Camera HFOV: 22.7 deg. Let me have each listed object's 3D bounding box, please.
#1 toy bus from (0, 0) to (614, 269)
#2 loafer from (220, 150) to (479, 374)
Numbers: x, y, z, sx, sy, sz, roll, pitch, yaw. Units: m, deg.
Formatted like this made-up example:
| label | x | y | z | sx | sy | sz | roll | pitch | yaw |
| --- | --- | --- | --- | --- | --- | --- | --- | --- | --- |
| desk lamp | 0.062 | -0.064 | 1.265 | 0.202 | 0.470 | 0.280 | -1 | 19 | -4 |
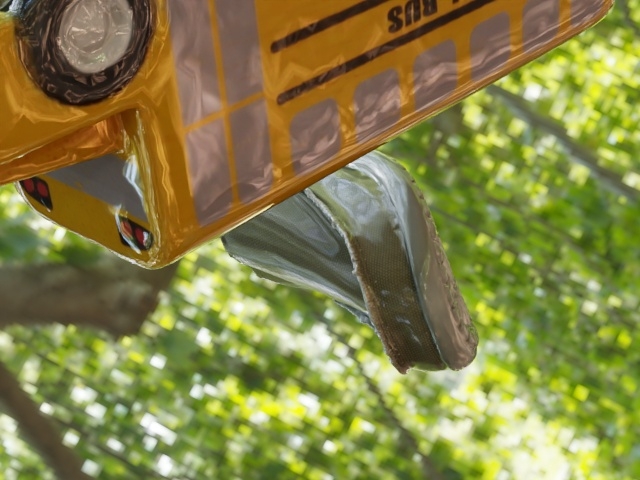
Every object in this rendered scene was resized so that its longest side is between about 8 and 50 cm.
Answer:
| label | x | y | z | sx | sy | sz | roll | pitch | yaw |
| --- | --- | --- | --- | --- | --- | --- | --- | --- | --- |
| toy bus | -0.025 | -0.095 | 0.617 | 0.333 | 0.108 | 0.130 | -31 | -51 | -35 |
| loafer | 0.000 | 0.000 | 0.783 | 0.087 | 0.251 | 0.094 | -27 | -61 | -6 |
